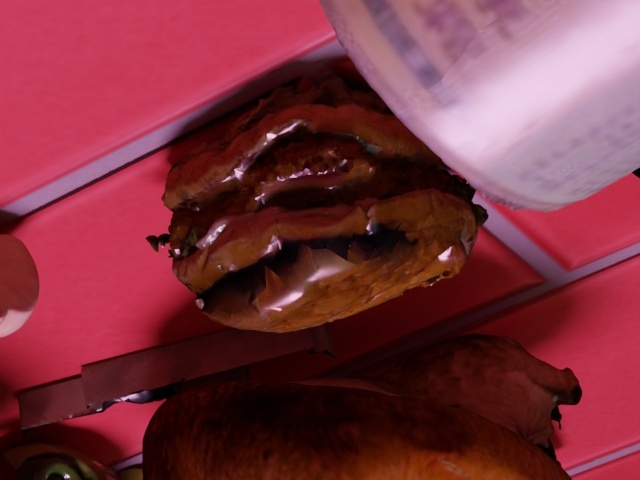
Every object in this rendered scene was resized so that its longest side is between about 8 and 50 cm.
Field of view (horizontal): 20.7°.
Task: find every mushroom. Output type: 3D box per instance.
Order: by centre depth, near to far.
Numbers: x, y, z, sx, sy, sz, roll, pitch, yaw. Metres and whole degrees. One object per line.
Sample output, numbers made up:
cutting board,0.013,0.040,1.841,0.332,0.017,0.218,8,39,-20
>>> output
mushroom,0.030,0.172,1.328,0.345,0.260,0.345,12,161,4

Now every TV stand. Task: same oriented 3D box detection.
TV stand,-0.113,0.103,1.347,0.249,0.036,0.042,-15,152,5

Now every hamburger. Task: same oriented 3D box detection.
hamburger,0.000,0.000,1.121,0.183,0.130,0.206,-24,151,24

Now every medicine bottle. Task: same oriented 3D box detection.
medicine bottle,0.201,-0.204,0.722,0.406,0.236,0.235,-32,145,33

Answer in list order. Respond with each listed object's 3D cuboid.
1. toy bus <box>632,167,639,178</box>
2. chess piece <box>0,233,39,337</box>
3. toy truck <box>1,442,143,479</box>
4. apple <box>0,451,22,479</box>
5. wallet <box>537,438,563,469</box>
toy bus,0.288,-0.052,1.058,0.136,0.209,0.126,12,113,-51
chess piece,-0.336,-0.001,1.011,0.397,0.117,0.117,12,143,-40
toy truck,-0.200,0.271,1.454,0.148,0.187,0.210,-25,149,33
apple,-0.332,0.256,1.245,0.288,0.317,0.288,-32,149,-22
wallet,0.095,0.201,1.576,0.220,0.071,0.262,-18,157,9
